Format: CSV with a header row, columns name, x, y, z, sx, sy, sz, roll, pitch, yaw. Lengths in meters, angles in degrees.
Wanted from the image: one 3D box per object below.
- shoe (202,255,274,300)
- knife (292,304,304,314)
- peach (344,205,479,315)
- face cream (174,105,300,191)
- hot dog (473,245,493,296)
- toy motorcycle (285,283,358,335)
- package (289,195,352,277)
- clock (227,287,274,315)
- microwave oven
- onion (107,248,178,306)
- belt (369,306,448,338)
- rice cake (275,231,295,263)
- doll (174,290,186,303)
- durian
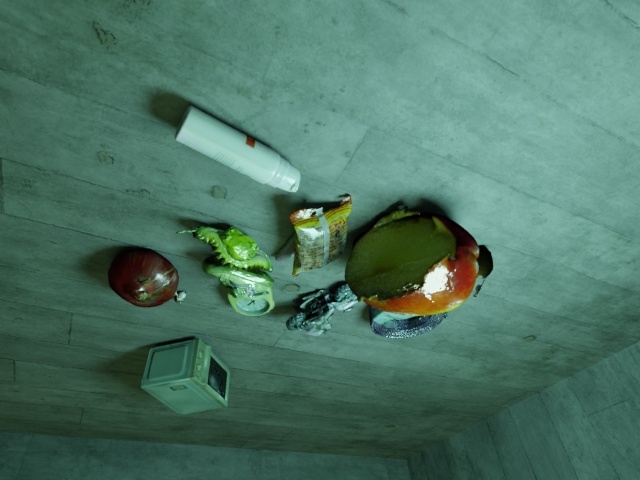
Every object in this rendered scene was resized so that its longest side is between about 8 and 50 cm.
name,x,y,z,sx,sy,sz,roll,pitch,yaw
shoe,-0.290,0.137,1.415,0.263,0.128,0.140,17,174,-26
knife,-0.065,0.354,1.783,0.036,0.018,0.247,-16,135,14
peach,0.291,0.090,1.314,0.418,0.338,0.352,3,136,-3
face cream,-0.210,-0.235,1.085,0.346,0.101,0.102,24,129,-29
hot dog,0.500,0.158,1.522,0.327,0.193,0.107,-16,148,7
toy motorcycle,0.021,0.293,1.653,0.327,0.143,0.188,-31,142,4
package,0.006,-0.003,1.325,0.224,0.108,0.287,-24,144,-25
clock,-0.269,0.241,1.605,0.170,0.069,0.231,-7,138,0
microwave oven,-0.614,0.633,1.872,0.287,0.218,0.354,-12,137,8
onion,-0.627,0.142,1.409,0.249,0.161,0.247,11,133,12
belt,0.363,0.302,1.698,0.325,0.122,0.260,-22,129,19
rice cake,-0.095,0.009,1.401,0.047,0.036,0.206,10,136,-39
doll,-0.567,0.213,1.563,0.085,0.040,0.058,24,116,-34
durian,-0.290,0.029,1.332,0.375,0.132,0.107,31,168,-39
